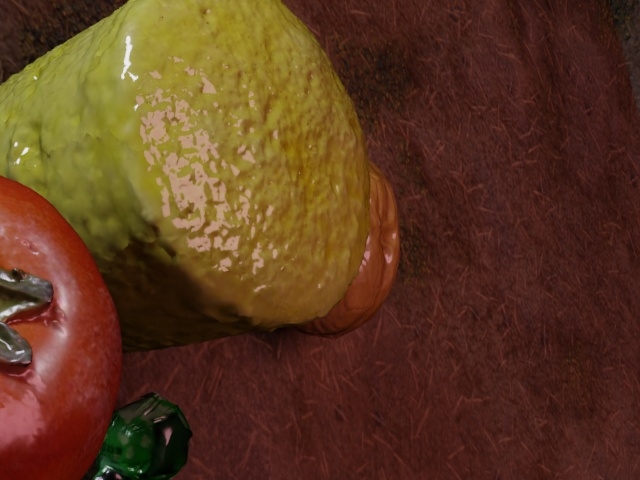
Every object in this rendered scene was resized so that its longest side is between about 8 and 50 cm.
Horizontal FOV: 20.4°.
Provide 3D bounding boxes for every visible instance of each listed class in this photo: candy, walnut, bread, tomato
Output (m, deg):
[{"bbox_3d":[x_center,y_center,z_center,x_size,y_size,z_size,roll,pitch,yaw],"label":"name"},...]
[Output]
[{"bbox_3d":[-0.233,0.261,1.688,0.323,0.097,0.097,-46,118,-43],"label":"candy"},{"bbox_3d":[0.000,0.000,2.032,0.193,0.193,0.226,-17,104,-58],"label":"walnut"},{"bbox_3d":[-0.149,-0.067,1.696,0.348,0.307,0.348,23,60,-49],"label":"bread"},{"bbox_3d":[-0.333,0.096,1.399,0.341,0.273,0.341,21,45,-23],"label":"tomato"}]
